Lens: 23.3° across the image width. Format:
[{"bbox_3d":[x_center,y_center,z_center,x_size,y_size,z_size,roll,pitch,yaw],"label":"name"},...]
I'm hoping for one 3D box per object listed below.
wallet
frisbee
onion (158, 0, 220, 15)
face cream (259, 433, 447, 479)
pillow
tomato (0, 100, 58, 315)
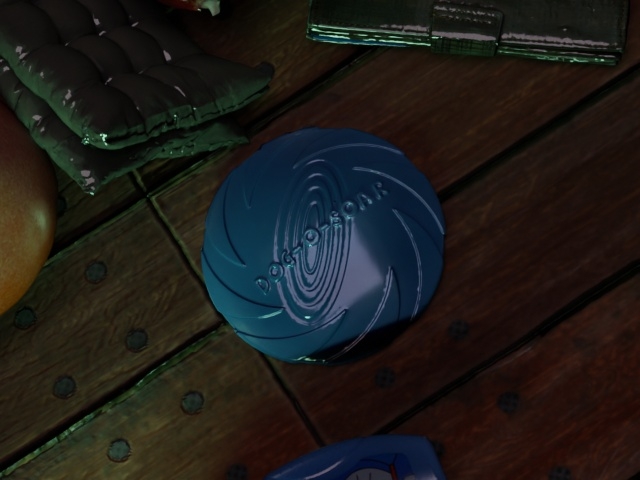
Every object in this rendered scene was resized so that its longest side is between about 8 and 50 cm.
[{"bbox_3d":[0.149,-0.263,1.548,0.317,0.044,0.169,5,71,8],"label":"wallet"},{"bbox_3d":[0.000,0.000,1.494,0.242,0.045,0.242,-3,74,9],"label":"frisbee"},{"bbox_3d":[-0.103,-0.378,1.439,0.341,0.341,0.341,-2,73,8],"label":"onion"},{"bbox_3d":[-0.006,0.269,1.393,0.264,0.083,0.149,-23,69,2],"label":"face cream"},{"bbox_3d":[-0.231,-0.197,1.509,0.326,0.101,0.228,45,40,20],"label":"pillow"},{"bbox_3d":[-0.378,-0.032,1.470,0.256,0.224,0.256,-5,67,13],"label":"tomato"}]
